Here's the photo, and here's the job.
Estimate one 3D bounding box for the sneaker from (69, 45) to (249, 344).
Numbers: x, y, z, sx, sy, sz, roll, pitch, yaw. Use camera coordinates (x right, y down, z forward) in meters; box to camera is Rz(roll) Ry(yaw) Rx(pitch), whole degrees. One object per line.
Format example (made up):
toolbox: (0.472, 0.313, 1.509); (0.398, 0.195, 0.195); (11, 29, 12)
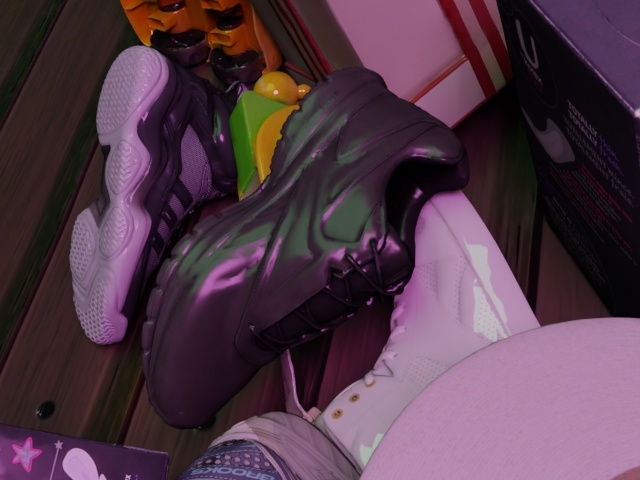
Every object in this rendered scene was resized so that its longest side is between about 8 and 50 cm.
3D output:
sneaker: (-0.134, -0.032, 0.761); (0.101, 0.153, 0.269); (20, 100, 51)

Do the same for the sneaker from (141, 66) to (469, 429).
sneaker: (-0.010, 0.015, 0.560); (0.130, 0.109, 0.286); (33, 86, 31)

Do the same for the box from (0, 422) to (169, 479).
box: (-0.192, 0.206, 0.486); (0.142, 0.247, 0.164); (15, 64, -16)

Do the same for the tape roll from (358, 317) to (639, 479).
tape roll: (0.184, 0.202, 0.345); (0.391, 0.072, 0.392); (7, 44, -7)

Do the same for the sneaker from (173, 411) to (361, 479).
sneaker: (0.020, 0.219, 0.450); (0.283, 0.122, 0.110); (34, 111, 22)

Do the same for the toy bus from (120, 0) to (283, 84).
toy bus: (-0.091, -0.295, 0.923); (0.220, 0.150, 0.211); (25, 53, 33)

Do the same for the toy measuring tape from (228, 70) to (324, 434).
toy measuring tape: (0.000, 0.000, 0.690); (0.121, 0.121, 0.330); (-17, 67, 12)

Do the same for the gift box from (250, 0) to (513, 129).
gift box: (0.070, -0.250, 0.733); (0.255, 0.258, 0.276); (-36, 32, -2)

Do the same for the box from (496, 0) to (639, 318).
box: (0.222, -0.067, 0.512); (0.143, 0.270, 0.165); (-28, 50, 4)

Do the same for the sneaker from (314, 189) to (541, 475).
sneaker: (0.062, 0.074, 0.590); (0.169, 0.108, 0.293); (-23, 51, 3)
